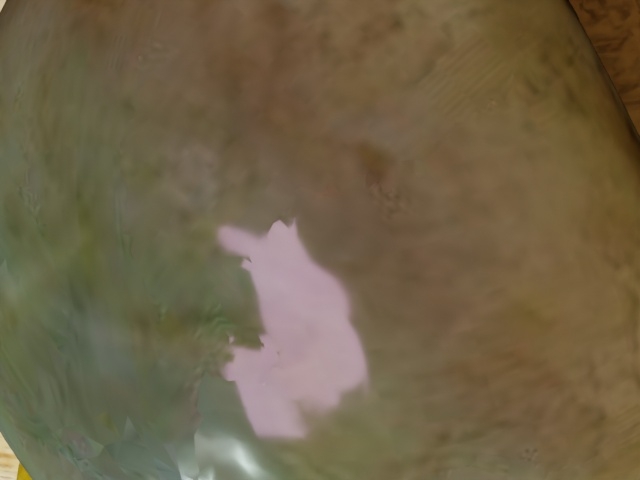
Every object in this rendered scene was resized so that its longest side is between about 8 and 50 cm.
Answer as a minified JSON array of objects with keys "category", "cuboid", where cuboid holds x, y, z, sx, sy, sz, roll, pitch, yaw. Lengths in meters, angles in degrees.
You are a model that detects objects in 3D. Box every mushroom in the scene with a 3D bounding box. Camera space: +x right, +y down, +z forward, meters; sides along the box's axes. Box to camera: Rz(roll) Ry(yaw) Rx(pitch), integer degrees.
[{"category":"mushroom","cuboid":[0.000,0.000,0.666,0.352,0.260,0.352,24,127,35]}]

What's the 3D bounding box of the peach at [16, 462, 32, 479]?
[{"category":"peach","cuboid":[-0.119,0.171,1.012,0.179,0.103,0.179,12,108,42]}]
